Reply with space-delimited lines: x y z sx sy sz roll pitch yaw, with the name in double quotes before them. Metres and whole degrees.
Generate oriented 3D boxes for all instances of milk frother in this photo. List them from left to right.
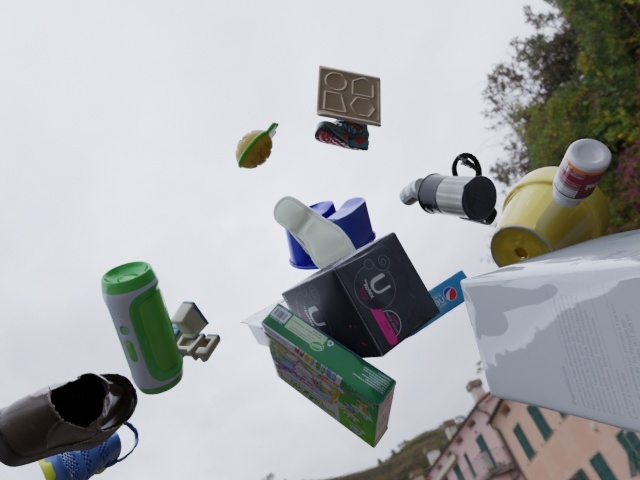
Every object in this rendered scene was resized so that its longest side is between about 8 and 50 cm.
"milk frother" 0.286 -0.109 0.982 0.129 0.134 0.143 15 -88 -28

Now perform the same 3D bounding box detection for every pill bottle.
"pill bottle" 0.367 -0.190 1.970 0.078 0.078 0.137 -7 -10 -16
"pill bottle" 0.557 -0.140 1.096 0.086 0.086 0.152 -18 -30 -4

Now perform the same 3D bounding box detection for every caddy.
"caddy" 0.033 -0.010 1.593 0.241 0.341 0.179 -5 -72 28

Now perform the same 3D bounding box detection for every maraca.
"maraca" -0.189 -0.289 1.540 0.186 0.099 0.127 -51 0 -27

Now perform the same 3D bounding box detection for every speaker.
"speaker" -0.404 0.202 1.165 0.131 0.131 0.297 -13 -67 -10

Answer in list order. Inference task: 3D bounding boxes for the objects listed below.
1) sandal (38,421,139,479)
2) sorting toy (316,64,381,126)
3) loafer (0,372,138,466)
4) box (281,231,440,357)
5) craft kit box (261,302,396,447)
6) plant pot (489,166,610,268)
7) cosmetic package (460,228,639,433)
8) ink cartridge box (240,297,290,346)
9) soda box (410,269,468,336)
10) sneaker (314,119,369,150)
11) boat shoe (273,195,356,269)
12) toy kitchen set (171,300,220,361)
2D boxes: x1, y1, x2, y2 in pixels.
"sandal" -0.523 0.480 1.165 0.138 0.126 0.317 -26 -9 -4
"sorting toy" 0.083 -0.420 1.487 0.192 0.208 0.038 8 -30 -11
"loafer" -0.437 0.319 0.955 0.130 0.134 0.366 -32 -8 4
"box" 0.060 0.115 0.935 0.143 0.165 0.270 -29 -2 -27
"craft kit box" 0.014 0.254 0.933 0.061 0.249 0.247 -49 -26 -25
"plant pot" 0.556 -0.023 1.279 0.239 0.254 0.254 -36 -30 -34
"cosmetic package" 0.301 0.066 0.480 0.224 0.138 0.224 -14 -4 -20
"ink cartridge box" -0.009 0.169 1.285 0.324 0.072 0.330 -26 5 -24
"soda box" 0.283 0.160 1.265 0.210 0.071 0.067 -29 -13 -16
"sneaker" 0.067 -0.351 1.553 0.261 0.104 0.125 -3 -79 -60
"boat shoe" 0.003 -0.004 1.298 0.109 0.305 0.091 -50 -29 5
"toy kitchen set" -0.373 0.223 1.367 0.207 0.122 0.166 -4 -52 32
